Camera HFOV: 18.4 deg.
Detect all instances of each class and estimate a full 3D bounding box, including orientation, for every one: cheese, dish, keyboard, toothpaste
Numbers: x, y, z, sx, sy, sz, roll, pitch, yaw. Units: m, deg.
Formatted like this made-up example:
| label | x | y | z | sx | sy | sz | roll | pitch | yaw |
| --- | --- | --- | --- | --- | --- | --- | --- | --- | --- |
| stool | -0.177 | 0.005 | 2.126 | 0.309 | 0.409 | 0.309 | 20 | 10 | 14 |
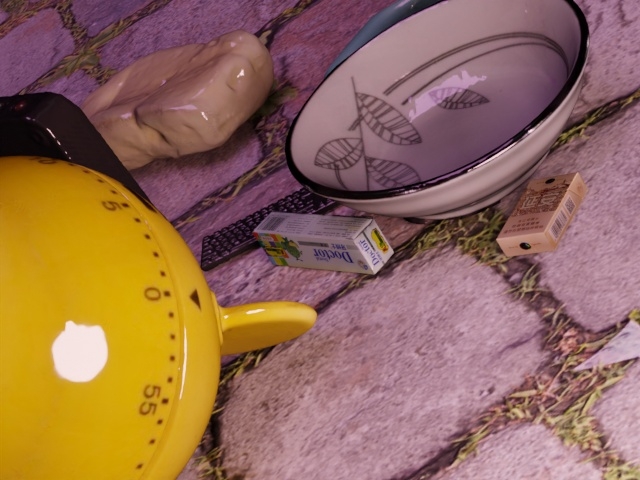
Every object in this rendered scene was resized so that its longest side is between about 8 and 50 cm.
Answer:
| label | x | y | z | sx | sy | sz | roll | pitch | yaw |
| --- | --- | --- | --- | --- | --- | --- | --- | --- | --- |
| cheese | -0.176 | -0.154 | 2.301 | 0.263 | 0.093 | 0.159 | -7 | 34 | 45 |
| dish | 0.126 | -0.107 | 1.859 | 0.316 | 0.106 | 0.316 | -24 | 31 | 16 |
| keyboard | -0.033 | -0.029 | 2.012 | 0.204 | 0.013 | 0.061 | -27 | 28 | 14 |
| toothpaste | 0.000 | 0.000 | 1.889 | 0.034 | 0.046 | 0.164 | -46 | 28 | -27 |

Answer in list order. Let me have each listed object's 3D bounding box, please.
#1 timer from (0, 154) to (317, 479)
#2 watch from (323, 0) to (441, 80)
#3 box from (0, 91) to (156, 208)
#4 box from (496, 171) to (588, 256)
| label | x | y | z | sx | sy | sz | roll | pitch | yaw |
| --- | --- | --- | --- | --- | --- | --- | --- | --- | --- |
| timer | -0.234 | 0.097 | 1.724 | 0.376 | 0.376 | 0.387 | -18 | -13 | 29 |
| watch | 0.106 | -0.193 | 2.070 | 0.195 | 0.068 | 0.237 | 3 | 45 | 49 |
| box | -0.335 | -0.065 | 2.197 | 0.350 | 0.211 | 0.058 | 0 | 44 | 50 |
| box | 0.194 | -0.023 | 1.732 | 0.053 | 0.024 | 0.083 | -10 | 37 | 40 |
